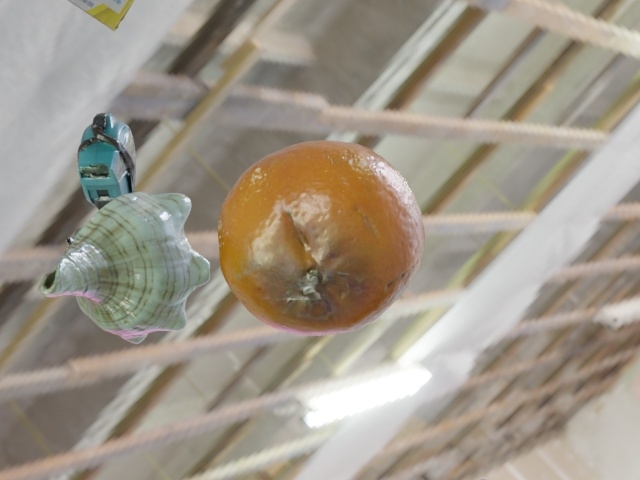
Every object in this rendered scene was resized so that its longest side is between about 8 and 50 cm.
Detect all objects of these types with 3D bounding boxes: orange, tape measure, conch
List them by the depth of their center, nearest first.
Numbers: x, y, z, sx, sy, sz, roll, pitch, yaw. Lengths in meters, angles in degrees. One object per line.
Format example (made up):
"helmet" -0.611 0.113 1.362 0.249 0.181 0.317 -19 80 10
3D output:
"orange" 0.000 0.000 1.576 0.224 0.224 0.170 -53 17 28
"conch" -0.220 0.033 1.798 0.386 0.170 0.203 -86 16 -85
"tape measure" -0.315 -0.116 2.195 0.081 0.125 0.146 -2 -37 5

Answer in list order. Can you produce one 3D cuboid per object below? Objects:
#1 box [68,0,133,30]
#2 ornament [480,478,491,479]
"box" -0.363 -0.395 1.921 0.097 0.168 0.265 -53 -34 5
"ornament" 0.295 0.450 1.721 0.240 0.240 0.239 50 -127 -42
